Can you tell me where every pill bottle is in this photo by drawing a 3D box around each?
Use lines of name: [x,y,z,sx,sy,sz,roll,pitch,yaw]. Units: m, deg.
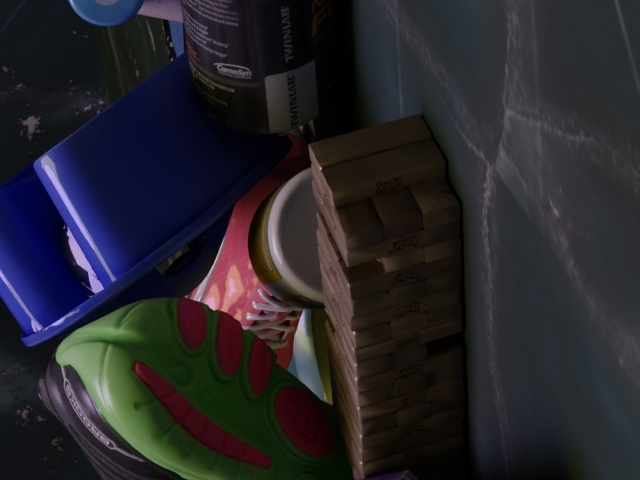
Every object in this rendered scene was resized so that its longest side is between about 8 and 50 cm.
pill bottle: [-0.053,-0.215,1.523,0.245,0.130,0.130,85,166,-48]
pill bottle: [0.000,0.000,1.588,0.208,0.118,0.117,155,100,-80]

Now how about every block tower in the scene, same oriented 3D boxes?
block tower: [0.055,0.067,1.446,0.091,0.097,0.335,-114,12,-46]

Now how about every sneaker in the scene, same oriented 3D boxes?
sneaker: [-0.057,0.041,1.848,0.136,0.116,0.313,40,127,57]
sneaker: [-0.059,0.216,1.638,0.202,0.185,0.483,-5,134,45]

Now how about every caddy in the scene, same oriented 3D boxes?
caddy: [-0.164,-0.030,1.665,0.179,0.241,0.341,53,-147,-6]

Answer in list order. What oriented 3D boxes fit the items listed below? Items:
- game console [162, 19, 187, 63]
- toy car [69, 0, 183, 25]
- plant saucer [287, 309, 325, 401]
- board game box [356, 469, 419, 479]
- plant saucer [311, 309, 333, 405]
game console: [-0.178,-0.350,2.257,0.386,0.060,0.342,97,156,-64]
toy car: [-0.127,-0.325,1.718,0.219,0.210,0.238,-95,15,-72]
plant saucer: [-0.034,0.084,2.107,0.317,0.044,0.317,166,90,-82]
board game box: [0.094,0.259,1.370,0.208,0.056,0.347,47,168,2]
plant saucer: [0.043,0.171,1.844,0.241,0.037,0.241,164,90,-80]
